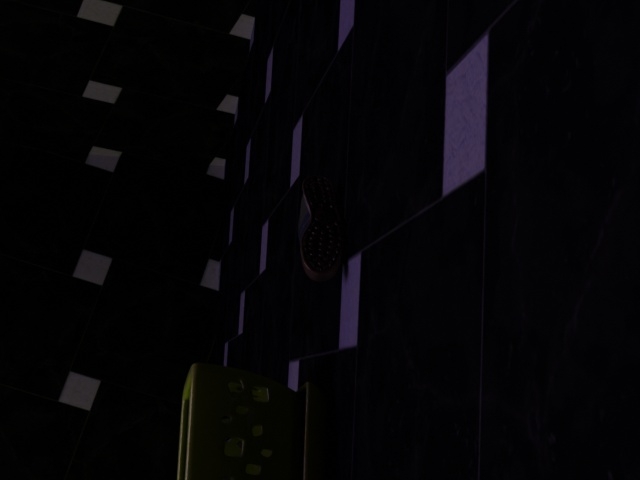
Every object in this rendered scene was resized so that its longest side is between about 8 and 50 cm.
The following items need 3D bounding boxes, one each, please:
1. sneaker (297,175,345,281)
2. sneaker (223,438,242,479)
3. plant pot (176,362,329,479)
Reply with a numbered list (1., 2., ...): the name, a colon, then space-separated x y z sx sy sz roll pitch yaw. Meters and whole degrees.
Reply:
1. sneaker: 0.000 0.000 1.460 0.086 0.064 0.192 94 174 -49
2. sneaker: -0.198 0.546 1.916 0.150 0.135 0.366 -43 21 35
3. plant pot: -0.103 0.316 1.471 0.228 0.207 0.227 119 155 -69
